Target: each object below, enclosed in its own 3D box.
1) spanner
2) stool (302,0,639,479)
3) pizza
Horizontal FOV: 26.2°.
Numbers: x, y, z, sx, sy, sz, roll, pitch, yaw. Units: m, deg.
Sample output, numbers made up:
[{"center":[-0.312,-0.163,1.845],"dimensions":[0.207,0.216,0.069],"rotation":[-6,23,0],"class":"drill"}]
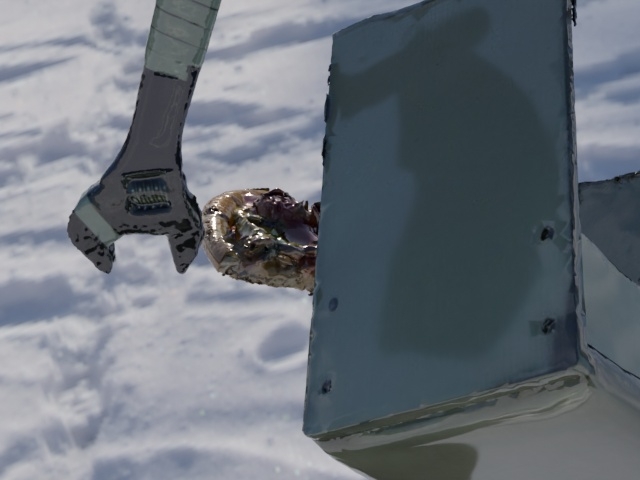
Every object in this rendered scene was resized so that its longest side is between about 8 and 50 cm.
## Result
[{"center":[-0.084,-0.110,0.837],"dimensions":[0.087,0.316,0.024],"rotation":[17,27,-3],"class":"spanner"},{"center":[0.137,0.017,0.790],"dimensions":[0.170,0.243,0.270],"rotation":[-19,54,37],"class":"stool"},{"center":[0.000,0.000,1.079],"dimensions":[0.193,0.053,0.201],"rotation":[18,14,-8],"class":"pizza"}]
